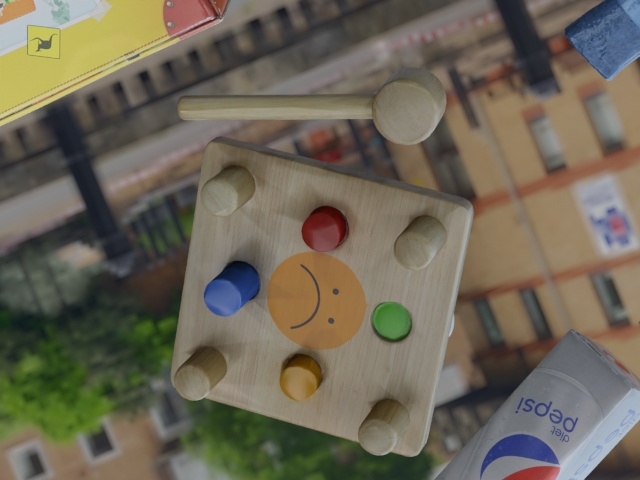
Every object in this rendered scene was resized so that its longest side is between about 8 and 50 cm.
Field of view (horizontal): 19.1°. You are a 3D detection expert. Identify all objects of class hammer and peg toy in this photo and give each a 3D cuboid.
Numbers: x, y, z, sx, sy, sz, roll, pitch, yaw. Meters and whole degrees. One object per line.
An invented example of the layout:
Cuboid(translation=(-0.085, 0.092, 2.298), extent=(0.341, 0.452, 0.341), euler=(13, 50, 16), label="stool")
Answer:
Cuboid(translation=(0.000, 0.000, 1.721), extent=(0.266, 0.361, 0.127), euler=(14, -159, 14), label="hammer and peg toy")

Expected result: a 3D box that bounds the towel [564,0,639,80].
Cuboid(translation=(0.277, -0.194, 1.657), extent=(0.119, 0.067, 0.029), euler=(-33, -144, 25), label="towel")

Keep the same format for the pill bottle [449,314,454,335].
Cuboid(translation=(0.061, 0.109, 2.238), extent=(0.193, 0.108, 0.108), euler=(-25, 179, 41), label="pill bottle")

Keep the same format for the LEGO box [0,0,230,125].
Cuboid(translation=(-0.402, -0.347, 2.233), extent=(0.500, 0.372, 0.193), euler=(-22, -155, 19), label="LEGO box")

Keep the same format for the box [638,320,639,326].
Cuboid(translation=(0.320, 0.009, 1.209), extent=(0.164, 0.021, 0.201), euler=(33, -92, 43), label="box")

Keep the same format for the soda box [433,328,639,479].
Cuboid(translation=(0.200, 0.226, 1.893), extent=(0.286, 0.091, 0.098), euler=(-49, 154, 9), label="soda box")
